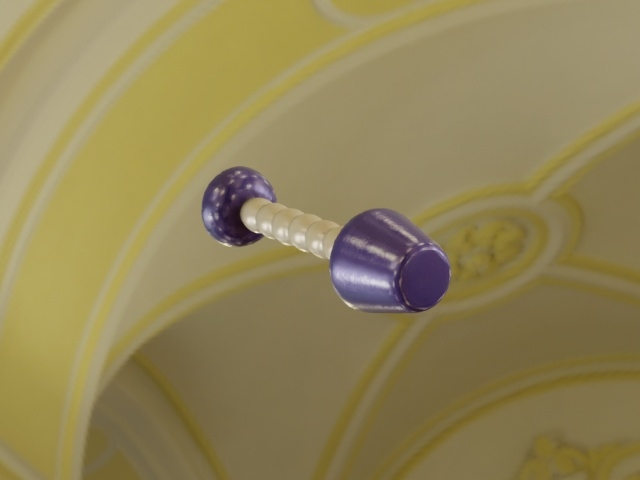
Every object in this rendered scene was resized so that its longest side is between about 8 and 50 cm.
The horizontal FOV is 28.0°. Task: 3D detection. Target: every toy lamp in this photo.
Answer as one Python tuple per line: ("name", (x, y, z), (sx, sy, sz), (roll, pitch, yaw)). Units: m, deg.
("toy lamp", (0.000, 0.000, 0.985), (0.080, 0.275, 0.080), (-7, -76, -30))
